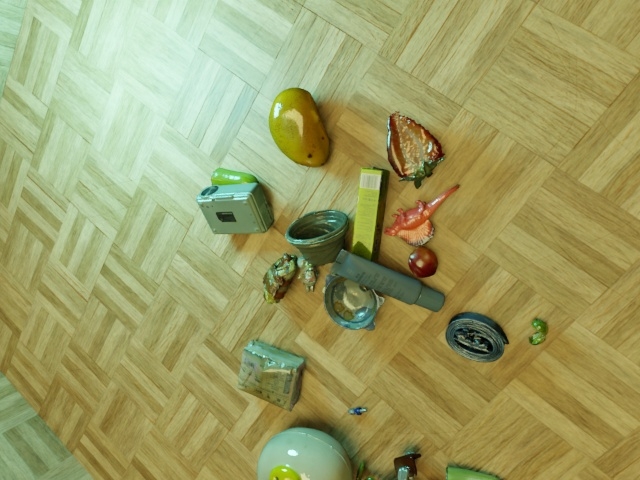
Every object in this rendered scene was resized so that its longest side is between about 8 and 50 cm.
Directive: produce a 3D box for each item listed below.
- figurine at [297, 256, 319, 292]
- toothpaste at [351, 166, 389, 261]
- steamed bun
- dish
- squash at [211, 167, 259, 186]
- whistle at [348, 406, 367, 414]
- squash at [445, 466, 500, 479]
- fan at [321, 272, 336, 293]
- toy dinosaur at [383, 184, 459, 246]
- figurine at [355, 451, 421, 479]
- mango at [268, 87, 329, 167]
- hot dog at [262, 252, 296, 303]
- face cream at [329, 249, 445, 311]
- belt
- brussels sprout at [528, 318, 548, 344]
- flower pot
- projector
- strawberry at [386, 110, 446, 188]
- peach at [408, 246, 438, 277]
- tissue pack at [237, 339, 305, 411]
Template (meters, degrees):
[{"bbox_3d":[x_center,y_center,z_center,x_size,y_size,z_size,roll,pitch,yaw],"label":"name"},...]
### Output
[{"bbox_3d":[-0.051,0.135,1.547,0.081,0.098,0.146,-4,96,11],"label":"figurine"},{"bbox_3d":[0.170,-0.089,1.406,0.077,0.110,0.327,10,103,20],"label":"toothpaste"},{"bbox_3d":[-0.058,0.889,1.565,0.374,0.334,0.333,1,99,29],"label":"steamed bun"},{"bbox_3d":[0.131,0.209,1.488,0.228,0.086,0.236,-20,90,24],"label":"dish"},{"bbox_3d":[-0.323,-0.227,1.610,0.188,0.095,0.095,13,104,17],"label":"squash"},{"bbox_3d":[0.144,0.665,1.592,0.083,0.029,0.033,-21,127,30],"label":"whistle"},{"bbox_3d":[0.553,0.850,1.426,0.225,0.094,0.094,-1,98,15],"label":"squash"},{"bbox_3d":[0.054,0.121,1.545,0.038,0.016,0.193,27,109,14],"label":"fan"},{"bbox_3d":[0.343,-0.063,1.345,0.286,0.070,0.138,-25,77,24],"label":"toy dinosaur"},{"bbox_3d":[0.322,0.902,1.509,0.339,0.204,0.283,23,100,6],"label":"figurine"},{"bbox_3d":[-0.075,-0.385,1.444,0.191,0.160,0.290,-24,98,19],"label":"mango"},{"bbox_3d":[-0.163,0.142,1.575,0.103,0.146,0.213,22,104,-9],"label":"hot dog"},{"bbox_3d":[0.226,0.139,1.370,0.386,0.086,0.135,22,142,-4],"label":"face cream"},{"bbox_3d":[0.510,0.319,1.344,0.190,0.082,0.141,22,112,20],"label":"belt"},{"bbox_3d":[0.686,0.289,1.288,0.051,0.046,0.083,6,111,18],"label":"brussels sprout"},{"bbox_3d":[0.000,0.000,1.455,0.236,0.235,0.140,-1,121,23],"label":"flower pot"},{"bbox_3d":[-0.333,-0.117,1.584,0.257,0.099,0.191,0,128,23],"label":"projector"},{"bbox_3d":[0.284,-0.294,1.331,0.174,0.098,0.228,-46,77,22],"label":"strawberry"},{"bbox_3d":[0.344,0.074,1.370,0.101,0.101,0.100,4,100,23],"label":"peach"},{"bbox_3d":[-0.205,0.549,1.671,0.257,0.123,0.214,17,107,21],"label":"tissue pack"}]
